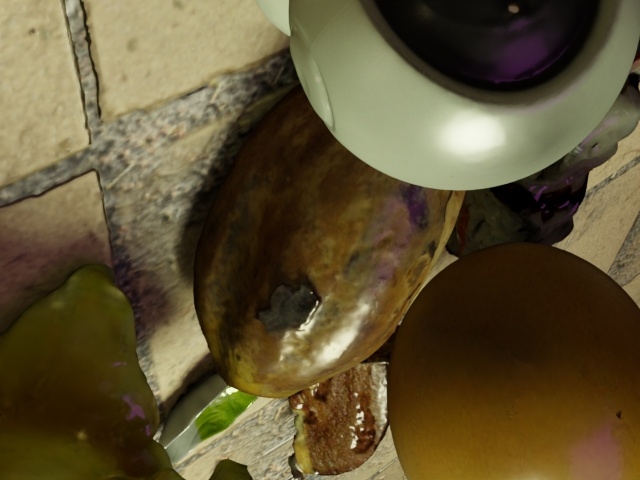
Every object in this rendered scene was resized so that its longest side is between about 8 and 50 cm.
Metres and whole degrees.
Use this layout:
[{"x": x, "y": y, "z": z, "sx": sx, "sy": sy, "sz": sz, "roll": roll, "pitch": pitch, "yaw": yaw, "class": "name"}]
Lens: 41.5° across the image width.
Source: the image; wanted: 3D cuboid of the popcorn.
[{"x": -0.180, "y": 0.223, "z": 0.607, "sx": 0.326, "sy": 0.290, "sz": 0.321, "roll": 11, "pitch": 122, "yaw": -35, "class": "popcorn"}]

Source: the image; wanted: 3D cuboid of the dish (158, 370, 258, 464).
[{"x": -0.120, "y": 0.170, "z": 0.860, "sx": 0.137, "sy": 0.039, "sz": 0.091, "roll": -40, "pitch": 156, "yaw": -9, "class": "dish"}]

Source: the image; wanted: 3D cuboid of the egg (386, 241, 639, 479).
[{"x": 0.211, "y": 0.174, "z": 0.867, "sx": 0.283, "sy": 0.283, "sz": 0.351, "roll": -28, "pitch": 114, "yaw": -30, "class": "egg"}]

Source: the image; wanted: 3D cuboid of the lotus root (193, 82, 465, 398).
[{"x": 0.007, "y": 0.006, "z": 0.677, "sx": 0.193, "sy": 0.193, "sz": 0.291, "roll": 8, "pitch": 121, "yaw": -56, "class": "lotus root"}]

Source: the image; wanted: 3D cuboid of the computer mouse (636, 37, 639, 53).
[{"x": 0.331, "y": -0.250, "z": 0.880, "sx": 0.217, "sy": 0.073, "sz": 0.122, "roll": 15, "pitch": 115, "yaw": -50, "class": "computer mouse"}]

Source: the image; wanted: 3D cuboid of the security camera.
[{"x": 0.067, "y": -0.135, "z": 0.479, "sx": 0.195, "sy": 0.236, "sz": 0.194, "roll": -17, "pitch": 149, "yaw": -11, "class": "security camera"}]

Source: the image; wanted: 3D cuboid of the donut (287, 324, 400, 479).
[{"x": 0.042, "y": 0.193, "z": 1.009, "sx": 0.126, "sy": 0.144, "sz": 0.186, "roll": -36, "pitch": 127, "yaw": -52, "class": "donut"}]

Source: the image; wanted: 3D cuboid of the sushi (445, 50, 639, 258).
[{"x": 0.234, "y": -0.079, "z": 0.909, "sx": 0.124, "sy": 0.130, "sz": 0.332, "roll": -26, "pitch": 147, "yaw": -32, "class": "sushi"}]
